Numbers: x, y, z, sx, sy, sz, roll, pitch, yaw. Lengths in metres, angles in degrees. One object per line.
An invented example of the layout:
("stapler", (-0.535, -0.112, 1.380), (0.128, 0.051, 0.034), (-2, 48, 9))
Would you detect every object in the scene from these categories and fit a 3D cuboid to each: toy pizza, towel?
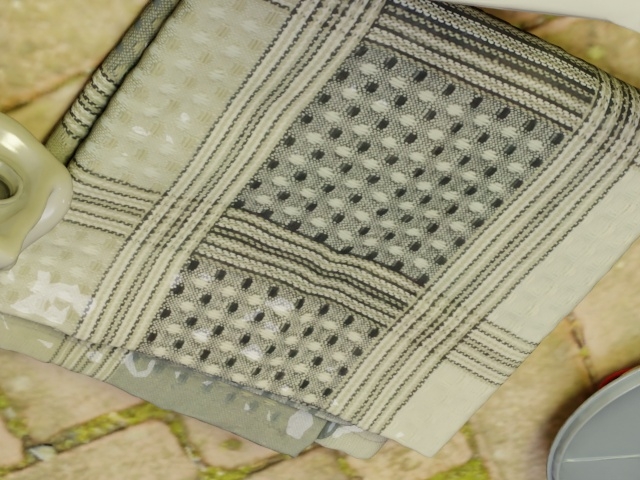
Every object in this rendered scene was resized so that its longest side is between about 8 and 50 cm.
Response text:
("toy pizza", (0.244, 0.127, 1.068), (0.201, 0.032, 0.201), (-6, 136, -6))
("towel", (0.000, 0.000, 0.880), (0.312, 0.056, 0.324), (21, 129, -28))

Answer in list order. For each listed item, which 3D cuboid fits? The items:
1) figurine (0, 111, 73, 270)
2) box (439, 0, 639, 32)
("figurine", (-0.263, -0.004, 0.810), (0.215, 0.092, 0.209), (27, 134, -26))
("box", (0.132, -0.173, 0.544), (0.181, 0.119, 0.182), (6, 135, -2))
